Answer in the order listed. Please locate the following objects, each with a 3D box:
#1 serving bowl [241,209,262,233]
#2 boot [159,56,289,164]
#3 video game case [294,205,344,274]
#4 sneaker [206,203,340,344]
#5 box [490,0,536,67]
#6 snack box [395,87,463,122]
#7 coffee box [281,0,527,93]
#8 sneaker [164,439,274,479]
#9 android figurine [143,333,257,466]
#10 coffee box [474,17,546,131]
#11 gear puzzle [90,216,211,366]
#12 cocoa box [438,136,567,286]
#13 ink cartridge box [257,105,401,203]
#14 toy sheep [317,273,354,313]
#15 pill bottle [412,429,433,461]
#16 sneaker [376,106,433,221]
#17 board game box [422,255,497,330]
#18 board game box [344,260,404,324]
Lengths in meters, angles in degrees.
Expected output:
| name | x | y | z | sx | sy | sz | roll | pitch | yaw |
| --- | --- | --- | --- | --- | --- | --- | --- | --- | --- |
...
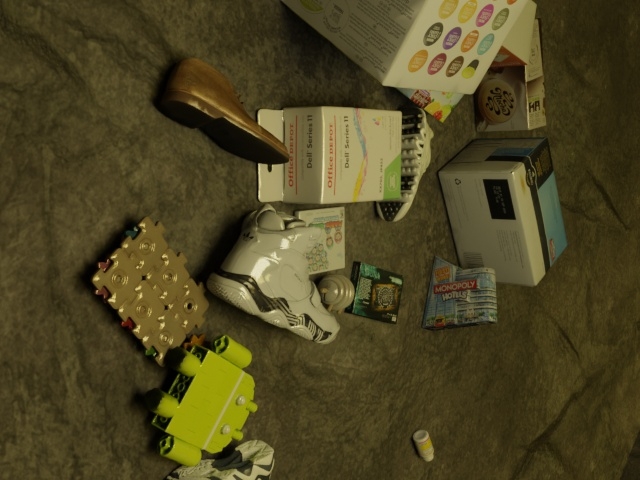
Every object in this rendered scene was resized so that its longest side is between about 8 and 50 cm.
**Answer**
| name | x | y | z | sx | sy | sz | roll | pitch | yaw |
| --- | --- | --- | --- | --- | --- | --- | --- | --- | --- |
| serving bowl | -0.132 | -0.021 | 1.673 | 0.083 | 0.027 | 0.083 | -7 | 100 | -49 |
| boot | -0.162 | -0.239 | 1.564 | 0.305 | 0.112 | 0.115 | 31 | 60 | -43 |
| video game case | 0.000 | 0.000 | 1.837 | 0.157 | 0.019 | 0.143 | -9 | 100 | -49 |
| sneaker | -0.050 | 0.072 | 1.659 | 0.366 | 0.137 | 0.210 | 31 | 85 | -47 |
| box | 0.358 | -0.563 | 2.056 | 0.345 | 0.215 | 0.168 | 14 | 83 | -49 |
| snack box | 0.292 | -0.402 | 2.023 | 0.174 | 0.070 | 0.207 | -53 | 151 | 11 |
| coffee box | 0.190 | -0.529 | 1.680 | 0.338 | 0.338 | 0.334 | -6 | 133 | -49 |
| sneaker | -0.193 | 0.496 | 1.597 | 0.235 | 0.094 | 0.153 | -19 | 117 | -39 |
| android figurine | -0.214 | 0.305 | 1.560 | 0.273 | 0.056 | 0.248 | 46 | 66 | -48 |
| coffee box | 0.522 | -0.458 | 2.294 | 0.119 | 0.168 | 0.297 | -20 | 109 | -47 |
| gear puzzle | -0.287 | 0.122 | 1.501 | 0.175 | 0.044 | 0.338 | -56 | 134 | -32 |
| cocoa box | 0.505 | -0.084 | 2.258 | 0.228 | 0.232 | 0.347 | -41 | 123 | -40 |
| ink cartridge box | 0.027 | -0.183 | 1.774 | 0.354 | 0.119 | 0.207 | -8 | 100 | -48 |
| toy sheep | 0.031 | 0.117 | 1.835 | 0.132 | 0.091 | 0.091 | 10 | 86 | -68 |
| pill bottle | 0.276 | 0.547 | 2.192 | 0.043 | 0.043 | 0.083 | -44 | 125 | -38 |
| sneaker | 0.217 | -0.175 | 2.018 | 0.118 | 0.110 | 0.292 | 36 | 66 | -55 |
| board game box | 0.363 | 0.130 | 2.177 | 0.060 | 0.194 | 0.194 | 21 | 63 | -50 |
| board game box | 0.134 | 0.128 | 2.001 | 0.186 | 0.026 | 0.126 | 20 | 78 | -48 |
